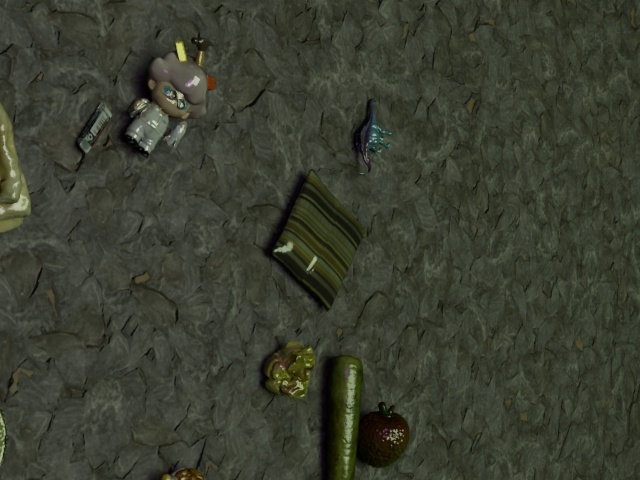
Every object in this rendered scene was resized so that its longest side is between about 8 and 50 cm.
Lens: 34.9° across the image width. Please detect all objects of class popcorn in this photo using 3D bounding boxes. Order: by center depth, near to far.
[{"bbox_3d":[-0.054,0.252,1.977,0.097,0.089,0.109,60,45,-39],"label":"popcorn"}]

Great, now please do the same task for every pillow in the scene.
[{"bbox_3d":[0.000,0.000,2.073,0.208,0.052,0.212,48,56,-37],"label":"pillow"}]

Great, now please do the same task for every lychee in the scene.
[{"bbox_3d":[0.130,0.408,2.137,0.114,0.114,0.146,-3,109,-47],"label":"lychee"}]

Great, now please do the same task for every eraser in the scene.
[{"bbox_3d":[-0.380,-0.190,1.714,0.099,0.019,0.027,-64,143,-27],"label":"eraser"}]

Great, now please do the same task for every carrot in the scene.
[{"bbox_3d":[0.042,0.413,2.075,0.074,0.074,0.358,9,82,-46],"label":"carrot"}]

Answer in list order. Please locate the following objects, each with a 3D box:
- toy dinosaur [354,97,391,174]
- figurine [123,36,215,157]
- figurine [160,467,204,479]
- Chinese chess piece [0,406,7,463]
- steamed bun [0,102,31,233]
[{"bbox_3d":[0.111,-0.221,2.217,0.080,0.045,0.197,25,62,-29],"label":"toy dinosaur"},{"bbox_3d":[-0.261,-0.250,1.785,0.137,0.112,0.229,41,72,-27],"label":"figurine"},{"bbox_3d":[-0.258,0.455,1.762,0.101,0.068,0.143,41,71,-32],"label":"figurine"},{"bbox_3d":[-0.545,0.285,1.461,0.188,0.083,0.188,3,86,-43],"label":"Chinese chess piece"},{"bbox_3d":[-0.555,-0.182,1.420,0.247,0.189,0.428,-29,108,-36],"label":"steamed bun"}]
